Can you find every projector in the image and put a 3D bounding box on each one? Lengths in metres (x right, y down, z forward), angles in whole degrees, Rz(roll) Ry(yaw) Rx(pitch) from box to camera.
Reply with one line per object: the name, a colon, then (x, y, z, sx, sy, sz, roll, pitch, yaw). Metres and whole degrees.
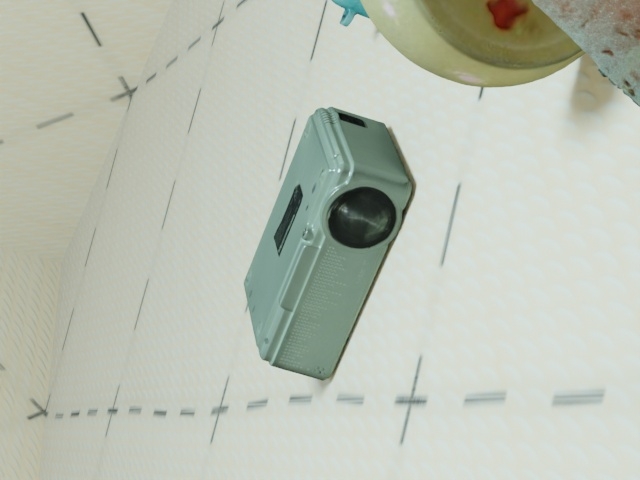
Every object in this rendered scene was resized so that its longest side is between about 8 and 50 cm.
projector: (0.000, 0.000, 1.960, 0.192, 0.099, 0.256, -109, 38, -62)

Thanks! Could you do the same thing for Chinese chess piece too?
Chinese chess piece: (0.145, -0.251, 1.458, 0.097, 0.251, 0.251, 10, 83, 67)

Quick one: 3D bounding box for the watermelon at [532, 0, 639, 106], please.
watermelon: (0.204, -0.234, 1.293, 0.180, 0.305, 0.224, -44, -2, -6)

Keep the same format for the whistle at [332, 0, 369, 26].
whistle: (0.077, -0.387, 2.127, 0.186, 0.093, 0.274, -148, 79, -74)
